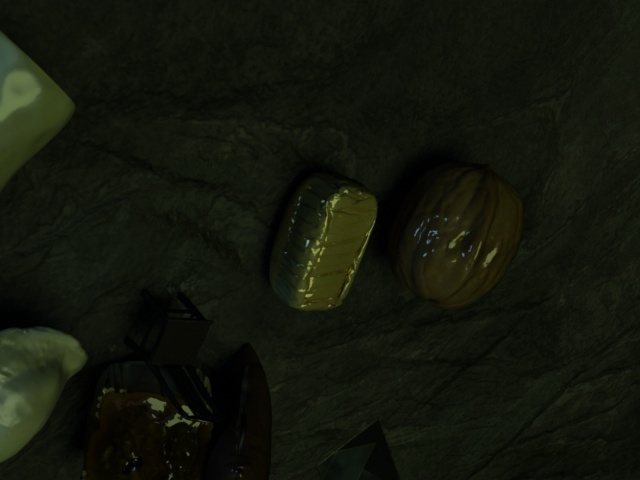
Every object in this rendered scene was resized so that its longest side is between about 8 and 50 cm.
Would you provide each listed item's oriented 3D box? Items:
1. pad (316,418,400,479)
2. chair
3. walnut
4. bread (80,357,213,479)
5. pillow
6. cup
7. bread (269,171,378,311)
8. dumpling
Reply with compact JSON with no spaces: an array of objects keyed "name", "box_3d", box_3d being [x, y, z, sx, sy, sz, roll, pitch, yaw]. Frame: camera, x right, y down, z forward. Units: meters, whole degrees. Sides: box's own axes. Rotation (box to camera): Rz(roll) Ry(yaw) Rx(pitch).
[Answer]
[{"name":"pad","box_3d":[0.082,0.482,2.225,0.164,0.004,0.243,-35,137,-16]},{"name":"chair","box_3d":[-0.200,0.170,1.600,0.084,0.212,0.101,6,115,-43]},{"name":"walnut","box_3d":[0.233,-0.012,1.850,0.225,0.225,0.261,14,103,-45]},{"name":"bread","box_3d":[-0.268,0.301,1.672,0.192,0.110,0.209,12,114,-16]},{"name":"pillow","box_3d":[-0.138,0.382,1.780,0.108,0.308,0.305,5,123,-2]},{"name":"cup","box_3d":[-0.426,-0.159,1.199,0.202,0.173,0.255,-47,139,-6]},{"name":"bread","box_3d":[0.000,0.000,1.731,0.140,0.106,0.236,2,117,-40]},{"name":"dumpling","box_3d":[-0.438,0.211,1.496,0.227,0.243,0.175,-20,92,-52]}]
